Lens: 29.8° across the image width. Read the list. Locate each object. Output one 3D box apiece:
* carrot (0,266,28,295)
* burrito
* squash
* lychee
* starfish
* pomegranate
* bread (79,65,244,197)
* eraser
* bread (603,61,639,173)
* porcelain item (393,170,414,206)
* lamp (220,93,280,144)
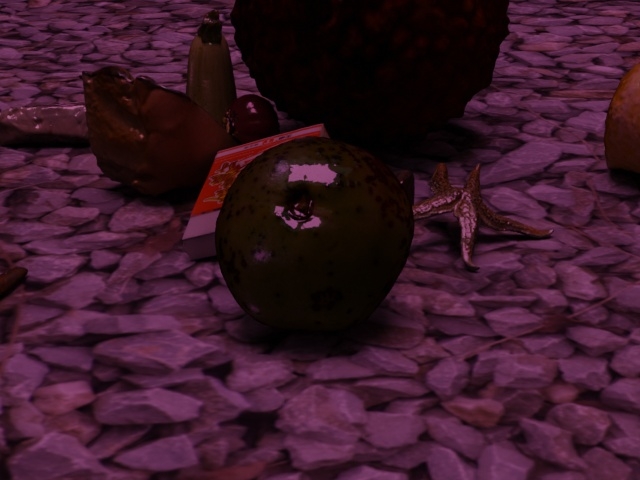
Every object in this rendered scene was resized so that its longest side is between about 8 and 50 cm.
[{"bbox_3d":[-0.396,0.073,1.316,0.049,0.049,0.254,7,20,20],"label":"carrot"},{"bbox_3d":[-0.400,-0.182,1.885,0.230,0.063,0.058,-3,-5,1],"label":"burrito"},{"bbox_3d":[-0.162,-0.242,1.817,0.094,0.224,0.094,1,29,-1],"label":"squash"},{"bbox_3d":[0.070,-0.341,1.813,0.425,0.424,0.500,-7,-13,-14],"label":"lychee"},{"bbox_3d":[0.186,-0.038,1.495,0.217,0.050,0.223,16,39,-12],"label":"starfish"},{"bbox_3d":[0.000,0.000,1.299,0.214,0.214,0.248,4,-10,12],"label":"pomegranate"},{"bbox_3d":[-0.230,-0.127,1.656,0.174,0.133,0.251,16,-14,32],"label":"bread"},{"bbox_3d":[-0.077,-0.066,1.524,0.157,0.038,0.230,-13,30,16],"label":"eraser"},{"bbox_3d":[0.486,-0.164,1.664,0.197,0.197,0.170,-20,42,-37],"label":"bread"},{"bbox_3d":[0.012,-0.064,1.573,0.216,0.069,0.081,9,43,23],"label":"porcelain item"},{"bbox_3d":[-0.104,-0.166,1.781,0.090,0.101,0.101,1,19,-32],"label":"lamp"}]
